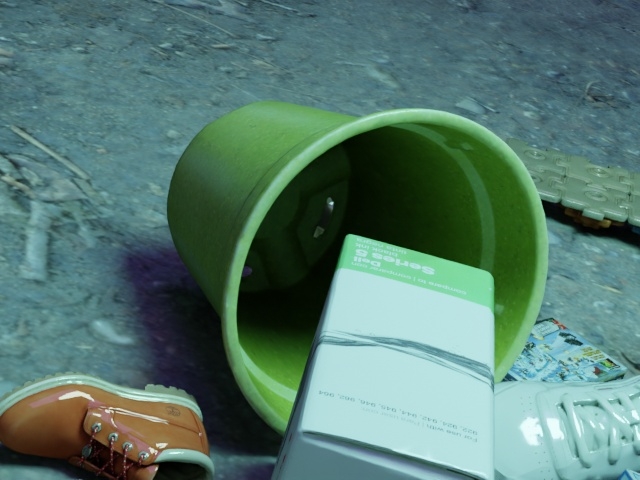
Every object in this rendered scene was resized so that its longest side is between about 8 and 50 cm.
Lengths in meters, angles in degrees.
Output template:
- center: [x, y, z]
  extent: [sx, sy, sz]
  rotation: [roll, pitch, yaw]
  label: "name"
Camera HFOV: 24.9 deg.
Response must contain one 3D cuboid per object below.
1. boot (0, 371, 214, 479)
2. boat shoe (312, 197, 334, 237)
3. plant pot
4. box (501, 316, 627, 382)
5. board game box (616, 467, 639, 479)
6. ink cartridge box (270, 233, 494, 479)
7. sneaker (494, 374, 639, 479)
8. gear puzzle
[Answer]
- center: [-0.148, 0.138, 0.998]
  extent: [0.158, 0.059, 0.084]
  rotation: [6, 31, -25]
  label: "boot"
- center: [0.016, -0.014, 1.409]
  extent: [0.257, 0.095, 0.095]
  rotation: [39, 18, 30]
  label: "boat shoe"
- center: [0.000, 0.000, 1.186]
  extent: [0.276, 0.276, 0.254]
  rotation: [3, 16, -29]
  label: "plant pot"
- center: [0.200, 0.113, 1.307]
  extent: [0.137, 0.027, 0.094]
  rotation: [-9, 36, -44]
  label: "box"
- center: [0.309, 0.243, 1.028]
  extent: [0.201, 0.035, 0.136]
  rotation: [23, 20, -26]
  label: "board game box"
- center: [0.030, 0.146, 0.917]
  extent: [0.114, 0.198, 0.273]
  rotation: [16, 23, 0]
  label: "ink cartridge box"
- center: [0.232, 0.136, 1.112]
  extent: [0.305, 0.152, 0.114]
  rotation: [1, 58, -29]
  label: "sneaker"
- center: [0.277, -0.061, 1.725]
  extent: [0.339, 0.044, 0.175]
  rotation: [16, 25, 6]
  label: "gear puzzle"
